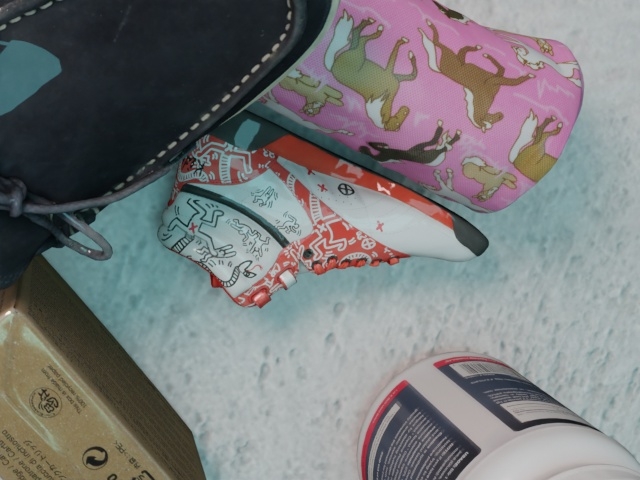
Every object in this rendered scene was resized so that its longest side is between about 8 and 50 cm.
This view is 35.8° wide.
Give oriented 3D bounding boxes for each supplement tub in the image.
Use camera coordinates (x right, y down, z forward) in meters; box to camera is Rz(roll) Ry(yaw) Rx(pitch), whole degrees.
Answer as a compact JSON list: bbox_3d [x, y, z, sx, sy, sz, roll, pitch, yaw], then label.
[{"bbox_3d":[0.157,0.220,0.833,0.191,0.272,0.191,-4,104,-16],"label":"supplement tub"}]

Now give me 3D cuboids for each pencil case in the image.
[{"bbox_3d":[0.009,-0.155,0.757,0.386,0.167,0.160,21,74,-20],"label":"pencil case"}]

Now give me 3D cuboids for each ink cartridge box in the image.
[{"bbox_3d":[-0.185,0.129,0.746,0.088,0.193,0.234,-38,110,-4],"label":"ink cartridge box"}]

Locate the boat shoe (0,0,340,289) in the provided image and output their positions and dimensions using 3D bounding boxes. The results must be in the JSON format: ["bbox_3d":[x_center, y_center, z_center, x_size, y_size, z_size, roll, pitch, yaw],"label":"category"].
[{"bbox_3d":[-0.204,-0.056,0.616,0.500,0.156,0.187,-24,134,16],"label":"boat shoe"}]

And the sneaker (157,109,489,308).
[{"bbox_3d":[-0.001,-0.001,0.833,0.270,0.090,0.145,24,95,-18],"label":"sneaker"}]
